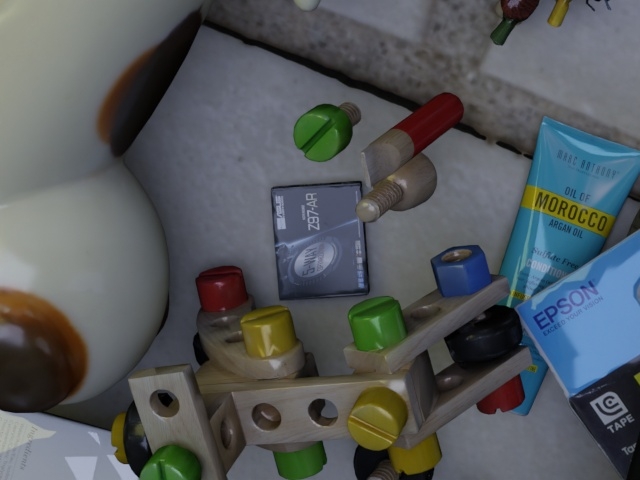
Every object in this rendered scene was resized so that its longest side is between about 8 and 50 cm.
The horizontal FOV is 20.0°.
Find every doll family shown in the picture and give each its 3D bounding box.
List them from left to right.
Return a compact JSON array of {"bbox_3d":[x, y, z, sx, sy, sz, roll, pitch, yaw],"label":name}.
[{"bbox_3d":[0.179,-0.215,1.233,0.076,0.111,0.193,20,98,2],"label":"doll family"}]

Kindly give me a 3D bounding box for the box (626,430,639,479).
[{"bbox_3d":[0.344,0.201,1.125,0.318,0.097,0.395,11,101,-6],"label":"box"}]

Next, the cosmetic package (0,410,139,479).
[{"bbox_3d":[-0.229,0.156,1.296,0.231,0.117,0.085,15,83,8],"label":"cosmetic package"}]

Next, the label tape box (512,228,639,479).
[{"bbox_3d":[0.333,0.118,1.255,0.249,0.115,0.348,-34,91,14],"label":"label tape box"}]

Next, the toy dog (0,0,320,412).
[{"bbox_3d":[-0.192,-0.093,1.209,0.395,0.284,0.408,6,104,6],"label":"toy dog"}]

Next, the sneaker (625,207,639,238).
[{"bbox_3d":[0.311,-0.031,1.261,0.118,0.083,0.222,36,103,-7],"label":"sneaker"}]

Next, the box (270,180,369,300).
[{"bbox_3d":[0.000,0.000,1.321,0.067,0.018,0.083,-3,97,5],"label":"box"}]

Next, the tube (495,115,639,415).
[{"bbox_3d":[0.161,0.021,1.300,0.080,0.052,0.207,20,93,-9],"label":"tube"}]

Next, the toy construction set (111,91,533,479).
[{"bbox_3d":[-0.004,0.069,1.176,0.257,0.237,0.309,21,117,18],"label":"toy construction set"}]
